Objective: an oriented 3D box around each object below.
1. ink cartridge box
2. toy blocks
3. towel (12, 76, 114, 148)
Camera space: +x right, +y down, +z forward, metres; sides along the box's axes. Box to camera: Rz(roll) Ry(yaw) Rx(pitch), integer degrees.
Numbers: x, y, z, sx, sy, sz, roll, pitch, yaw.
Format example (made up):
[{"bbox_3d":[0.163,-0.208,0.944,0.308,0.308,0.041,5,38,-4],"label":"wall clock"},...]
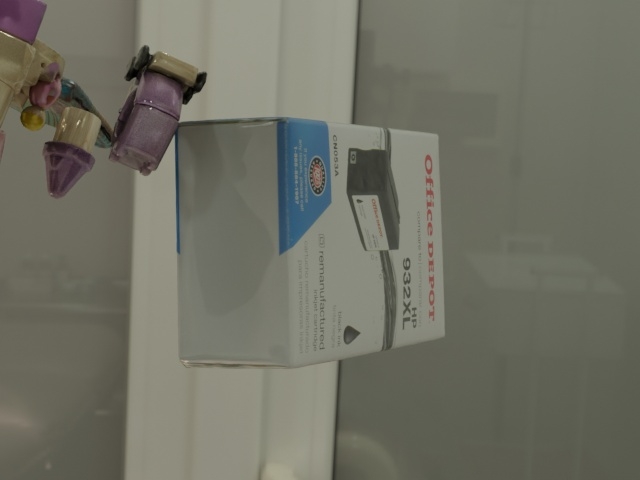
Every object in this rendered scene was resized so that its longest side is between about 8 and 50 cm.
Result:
[{"bbox_3d":[0.000,0.000,1.267,0.129,0.223,0.307,-2,0,31],"label":"ink cartridge box"},{"bbox_3d":[-0.315,-0.060,1.156,0.309,0.260,0.288,22,-20,-19],"label":"toy blocks"},{"bbox_3d":[-0.435,-0.212,1.543,0.370,0.040,0.271,24,-6,5],"label":"towel"}]
